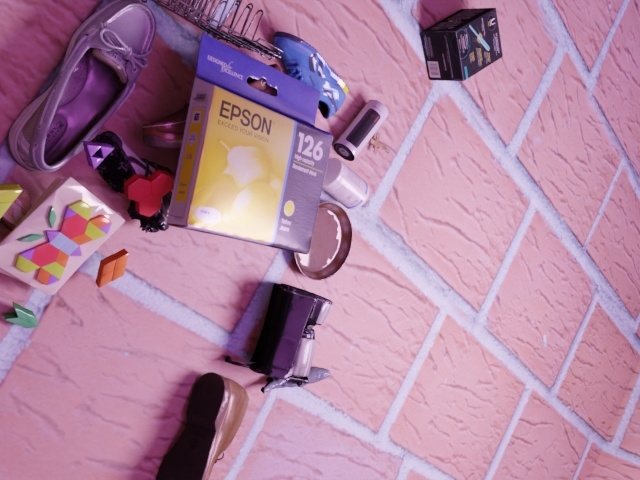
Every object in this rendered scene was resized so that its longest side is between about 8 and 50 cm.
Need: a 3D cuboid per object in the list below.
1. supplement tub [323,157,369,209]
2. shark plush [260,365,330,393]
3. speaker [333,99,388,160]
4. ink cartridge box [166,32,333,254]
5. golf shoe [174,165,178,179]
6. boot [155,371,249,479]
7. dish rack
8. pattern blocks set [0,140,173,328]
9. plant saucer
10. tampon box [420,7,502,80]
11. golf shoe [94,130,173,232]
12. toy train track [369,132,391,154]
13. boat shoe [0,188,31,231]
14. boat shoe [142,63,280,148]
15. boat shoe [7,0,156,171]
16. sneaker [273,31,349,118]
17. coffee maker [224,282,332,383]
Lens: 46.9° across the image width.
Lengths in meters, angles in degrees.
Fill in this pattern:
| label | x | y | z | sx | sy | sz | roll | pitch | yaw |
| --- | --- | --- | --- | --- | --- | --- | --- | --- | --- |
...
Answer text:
| label | x | y | z | sx | sy | sz | roll | pitch | yaw |
| --- | --- | --- | --- | --- | --- | --- | --- | --- | --- |
| supplement tub | 0.048 | -0.118 | 1.547 | 0.107 | 0.071 | 0.071 | 37 | 75 | -42 |
| shark plush | -0.057 | 0.285 | 1.552 | 0.161 | 0.067 | 0.073 | 6 | 97 | -44 |
| speaker | 0.087 | -0.235 | 1.566 | 0.136 | 0.055 | 0.055 | -52 | 130 | -20 |
| ink cartridge box | -0.100 | -0.149 | 1.243 | 0.303 | 0.072 | 0.307 | 13 | 89 | -50 |
| golf shoe | -0.132 | -0.084 | 1.361 | 0.306 | 0.115 | 0.140 | -1 | 105 | -42 |
| boot | -0.221 | 0.412 | 1.412 | 0.115 | 0.112 | 0.305 | 37 | 73 | -53 |
| dish rack | -0.185 | -0.374 | 1.178 | 0.271 | 0.208 | 0.074 | 20 | 98 | -45 |
| pattern blocks set | -0.392 | -0.003 | 1.109 | 0.325 | 0.026 | 0.285 | -54 | 143 | 9 |
| plant saucer | 0.000 | 0.000 | 1.561 | 0.168 | 0.029 | 0.168 | -13 | 110 | -42 |
| tampon box | 0.328 | -0.452 | 1.703 | 0.161 | 0.101 | 0.120 | -35 | 123 | -33 |
| golf shoe | -0.301 | -0.109 | 1.231 | 0.094 | 0.077 | 0.198 | -57 | 136 | -39 |
| toy train track | 0.130 | -0.210 | 1.642 | 0.083 | 0.014 | 0.048 | 18 | 81 | -50 |
| boat shoe | -0.457 | -0.053 | 1.099 | 0.059 | 0.063 | 0.170 | -57 | 141 | -20 |
| boat shoe | -0.178 | -0.236 | 1.282 | 0.324 | 0.123 | 0.116 | -29 | 116 | -45 |
| boat shoe | -0.345 | -0.237 | 1.124 | 0.320 | 0.103 | 0.118 | -56 | 131 | -17 |
| sneaker | -0.026 | -0.316 | 1.430 | 0.209 | 0.069 | 0.082 | 40 | 77 | -42 |
| coffee maker | -0.075 | 0.180 | 1.473 | 0.171 | 0.120 | 0.178 | 16 | 89 | -44 |
